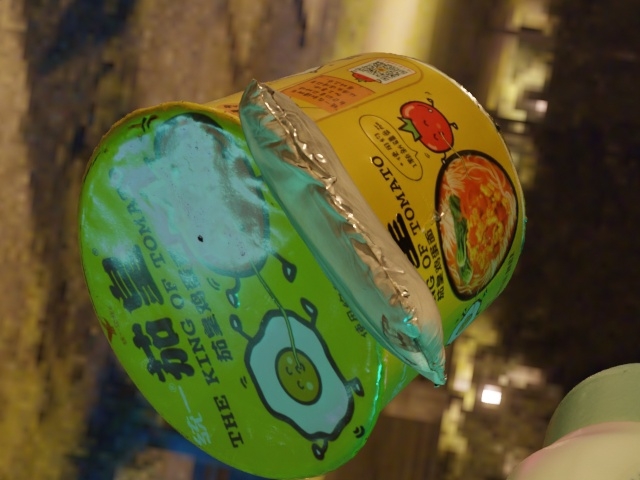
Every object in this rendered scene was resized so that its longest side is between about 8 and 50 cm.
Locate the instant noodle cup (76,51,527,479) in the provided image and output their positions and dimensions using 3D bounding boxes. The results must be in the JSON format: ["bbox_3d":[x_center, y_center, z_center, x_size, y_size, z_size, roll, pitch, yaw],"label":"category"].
[{"bbox_3d":[0.000,0.000,1.637,0.254,0.325,0.325,-30,137,-42],"label":"instant noodle cup"}]

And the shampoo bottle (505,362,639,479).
[{"bbox_3d":[0.201,0.210,1.328,0.222,0.151,0.349,58,28,-16],"label":"shampoo bottle"}]

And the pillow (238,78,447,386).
[{"bbox_3d":[0.016,-0.006,1.333,0.229,0.051,0.128,55,-5,28],"label":"pillow"}]
